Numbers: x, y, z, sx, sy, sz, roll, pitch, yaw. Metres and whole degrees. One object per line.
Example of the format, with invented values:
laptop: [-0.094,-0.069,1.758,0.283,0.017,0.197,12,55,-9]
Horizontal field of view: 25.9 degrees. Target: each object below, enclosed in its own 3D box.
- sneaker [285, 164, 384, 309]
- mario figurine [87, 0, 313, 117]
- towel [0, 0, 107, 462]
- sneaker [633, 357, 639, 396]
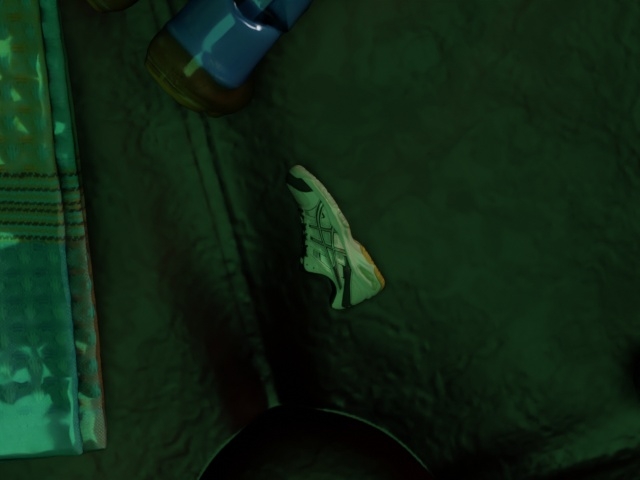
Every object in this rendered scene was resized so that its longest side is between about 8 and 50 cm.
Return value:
sneaker: [0.000,0.000,0.754,0.037,0.032,0.083,-32,95,1]
mario figurine: [0.029,-0.207,0.712,0.320,0.170,0.198,-37,138,10]
towel: [-0.255,-0.044,0.682,0.271,0.040,0.370,-6,108,-10]
sneaker: [0.268,0.131,0.754,0.223,0.083,0.098,18,106,0]
